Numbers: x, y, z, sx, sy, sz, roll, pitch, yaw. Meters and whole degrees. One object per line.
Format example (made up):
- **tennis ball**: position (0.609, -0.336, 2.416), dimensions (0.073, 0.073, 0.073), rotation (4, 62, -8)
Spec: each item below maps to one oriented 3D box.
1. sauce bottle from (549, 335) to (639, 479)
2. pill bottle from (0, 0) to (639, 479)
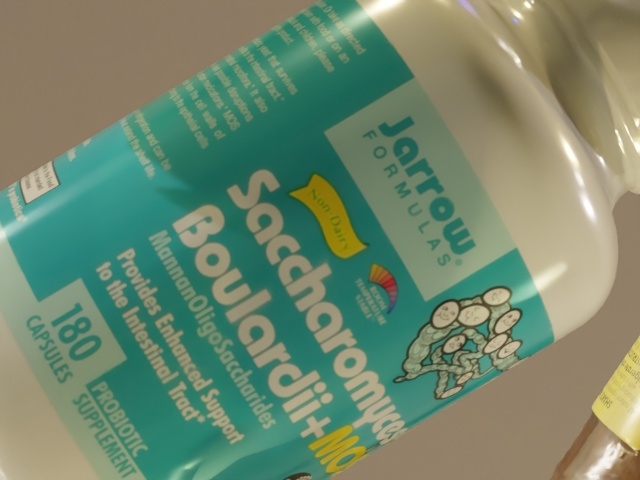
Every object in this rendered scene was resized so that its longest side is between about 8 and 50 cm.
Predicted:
- **sauce bottle**: position (0.178, 0.096, 0.858), dimensions (0.111, 0.111, 0.344), rotation (34, -81, 1)
- **pill bottle**: position (0.000, 0.000, 0.637), dimensions (0.264, 0.146, 0.146), rotation (-32, -100, -1)
